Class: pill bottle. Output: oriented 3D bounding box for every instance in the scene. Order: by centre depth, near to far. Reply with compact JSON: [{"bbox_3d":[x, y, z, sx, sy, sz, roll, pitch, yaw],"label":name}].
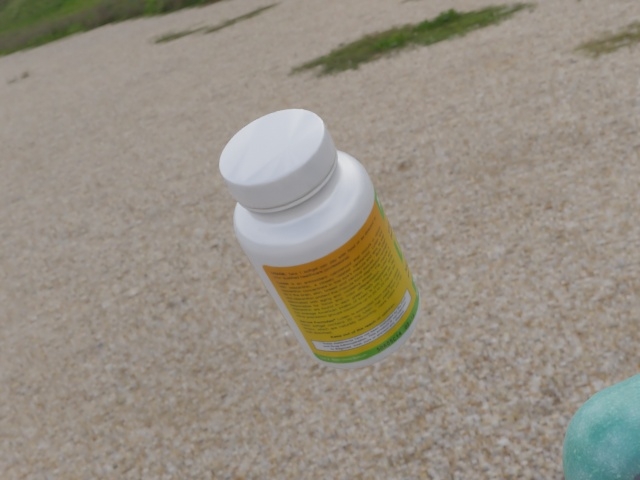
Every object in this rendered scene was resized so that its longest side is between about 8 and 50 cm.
[{"bbox_3d":[0.000,0.000,0.836,0.136,0.246,0.136,-15,42,14],"label":"pill bottle"}]

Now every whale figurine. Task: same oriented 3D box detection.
[{"bbox_3d":[0.337,0.161,0.821,0.272,0.141,0.216,-54,-21,9],"label":"whale figurine"}]
